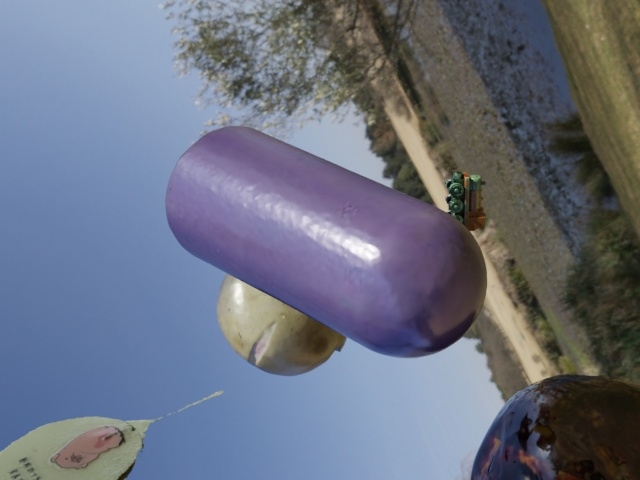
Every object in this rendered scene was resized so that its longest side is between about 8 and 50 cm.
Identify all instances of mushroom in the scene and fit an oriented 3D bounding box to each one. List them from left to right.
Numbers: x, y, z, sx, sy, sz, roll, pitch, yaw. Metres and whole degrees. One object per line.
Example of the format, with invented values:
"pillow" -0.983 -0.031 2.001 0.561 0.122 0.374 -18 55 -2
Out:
"mushroom" -0.064 0.132 1.072 0.255 0.184 0.254 15 -127 -21

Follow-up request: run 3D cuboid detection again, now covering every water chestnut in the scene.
"water chestnut" 0.384 0.354 0.796 0.347 0.335 0.335 13 -143 -23

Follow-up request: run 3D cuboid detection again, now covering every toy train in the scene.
"toy train" 0.240 -0.064 0.965 0.044 0.064 0.103 -79 -16 -67

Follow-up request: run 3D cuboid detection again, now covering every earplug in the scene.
"earplug" 0.000 0.000 0.737 0.456 0.215 0.215 27 166 45

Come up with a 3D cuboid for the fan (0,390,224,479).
"fan" -0.252 0.245 0.744 0.310 0.182 0.010 -16 -66 -42
